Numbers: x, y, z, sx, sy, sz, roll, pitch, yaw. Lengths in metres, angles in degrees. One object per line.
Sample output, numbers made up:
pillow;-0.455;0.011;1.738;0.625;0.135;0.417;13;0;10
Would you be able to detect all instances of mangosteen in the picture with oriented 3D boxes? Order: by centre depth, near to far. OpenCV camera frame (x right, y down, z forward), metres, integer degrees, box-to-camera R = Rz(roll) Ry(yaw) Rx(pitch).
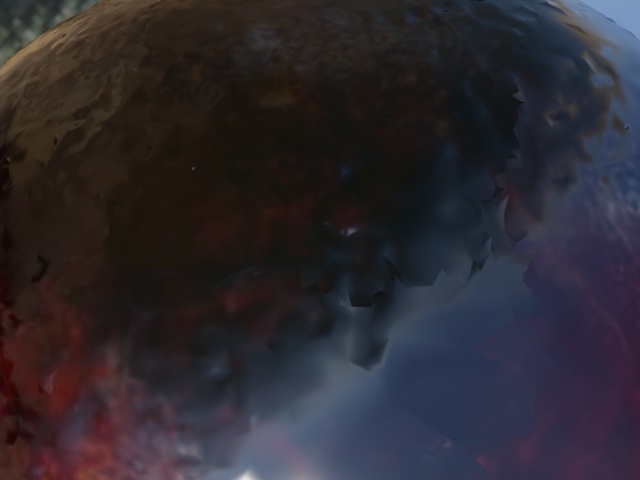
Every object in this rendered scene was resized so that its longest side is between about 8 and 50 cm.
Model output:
mangosteen;0.000;0.019;0.572;0.297;0.297;0.293;-40;-132;20
